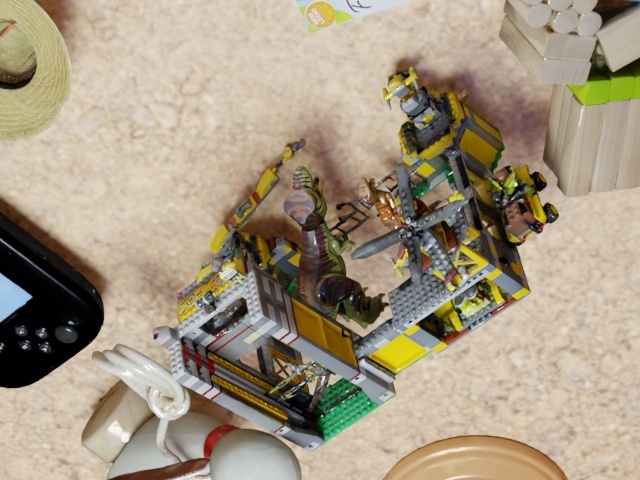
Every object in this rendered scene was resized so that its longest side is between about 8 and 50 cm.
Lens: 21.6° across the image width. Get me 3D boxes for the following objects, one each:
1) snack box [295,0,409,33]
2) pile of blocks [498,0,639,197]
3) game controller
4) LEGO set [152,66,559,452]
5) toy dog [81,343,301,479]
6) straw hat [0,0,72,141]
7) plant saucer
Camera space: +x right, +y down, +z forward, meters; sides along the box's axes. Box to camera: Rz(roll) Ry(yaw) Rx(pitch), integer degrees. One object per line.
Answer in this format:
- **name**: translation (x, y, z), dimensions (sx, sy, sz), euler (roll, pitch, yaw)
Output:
- **snack box**: translation (0.040, -0.230, 1.302), dimensions (0.141, 0.037, 0.100), euler (-17, 122, 14)
- **pile of blocks**: translation (0.195, -0.197, 1.287), dimensions (0.149, 0.112, 0.362), euler (-27, 127, -1)
- **game controller**: translation (-0.346, 0.014, 1.474), dimensions (0.319, 0.067, 0.166), euler (39, 118, -22)
- **LEGO set**: translation (0.000, 0.000, 1.338), dimensions (0.331, 0.255, 0.192), euler (-30, 136, 29)
- **toy dog**: translation (-0.132, 0.225, 1.478), dimensions (0.220, 0.333, 0.161), euler (30, 78, 4)
- **straw hat**: translation (-0.254, -0.156, 1.352), dimensions (0.144, 0.061, 0.144), euler (7, 117, 15)
- **plant saucer**: translation (0.153, 0.279, 1.662), dimensions (0.200, 0.037, 0.200), euler (1, 126, 1)
